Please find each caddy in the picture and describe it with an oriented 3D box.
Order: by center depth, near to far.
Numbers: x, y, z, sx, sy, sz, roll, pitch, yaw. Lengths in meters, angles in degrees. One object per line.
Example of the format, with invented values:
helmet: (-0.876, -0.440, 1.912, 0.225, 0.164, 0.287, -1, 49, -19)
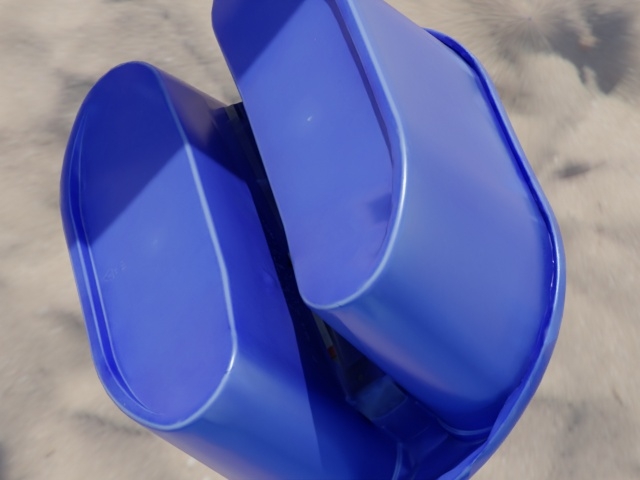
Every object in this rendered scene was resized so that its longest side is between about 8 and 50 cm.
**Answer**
caddy: (0.000, 0.000, 1.111, 0.241, 0.341, 0.179, -37, 135, 19)
